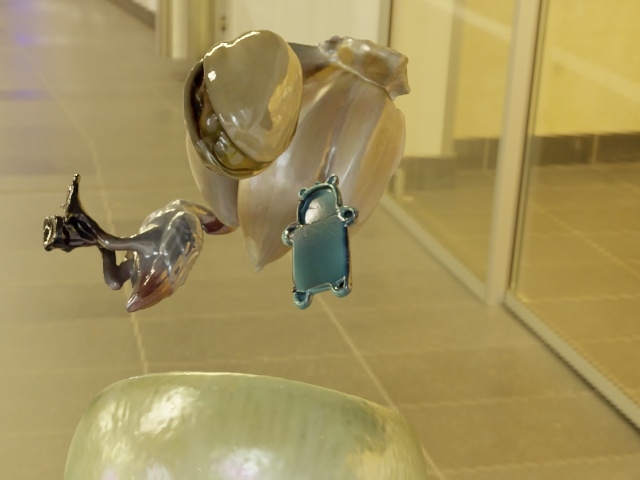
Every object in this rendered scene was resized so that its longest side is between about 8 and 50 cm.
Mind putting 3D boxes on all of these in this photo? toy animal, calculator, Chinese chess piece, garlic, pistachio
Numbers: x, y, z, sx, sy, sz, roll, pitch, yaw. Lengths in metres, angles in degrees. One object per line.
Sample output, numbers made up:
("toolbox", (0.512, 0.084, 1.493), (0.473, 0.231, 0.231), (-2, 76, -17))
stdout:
("toy animal", (-0.202, -0.006, 1.475), (0.324, 0.195, 0.090), (-9, -23, -43))
("calculator", (0.000, 0.000, 1.149), (0.094, 0.141, 0.019), (-18, -30, 30))
("Chinese chess piece", (-0.050, 0.172, 0.771), (0.250, 0.101, 0.250), (4, -26, 2))
("garlic", (-0.039, -0.134, 1.417), (0.279, 0.325, 0.132), (31, -16, 16))
("pistachio", (-0.065, -0.117, 0.964), (0.113, 0.113, 0.149), (5, 54, 5))
